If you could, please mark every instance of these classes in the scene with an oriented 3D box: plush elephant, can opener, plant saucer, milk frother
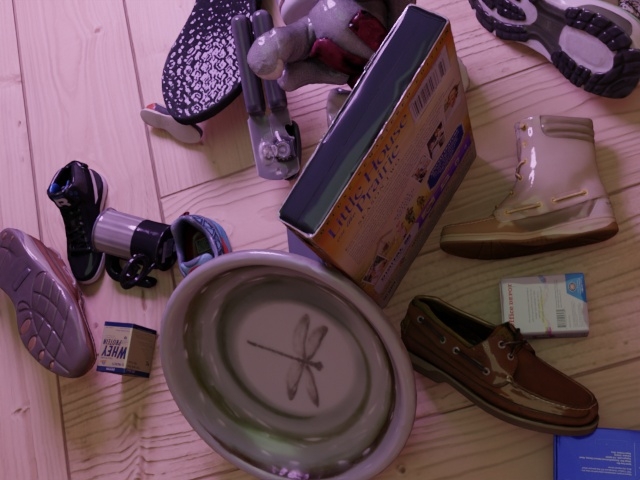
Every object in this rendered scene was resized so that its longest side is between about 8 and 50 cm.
[{"bbox_3d":[0.085,-0.281,1.228,0.272,0.330,0.255,-38,90,17],"label":"plush elephant"},{"bbox_3d":[-0.087,-0.240,1.296,0.075,0.095,0.284,-9,93,13],"label":"can opener"},{"bbox_3d":[-0.044,0.183,1.134,0.400,0.100,0.401,8,115,18],"label":"plant saucer"},{"bbox_3d":[-0.335,0.015,1.307,0.134,0.143,0.129,14,86,17],"label":"milk frother"}]

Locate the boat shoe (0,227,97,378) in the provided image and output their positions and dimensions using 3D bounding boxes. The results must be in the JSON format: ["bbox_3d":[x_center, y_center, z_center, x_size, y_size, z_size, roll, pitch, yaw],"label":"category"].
[{"bbox_3d":[-0.462,0.103,1.328,0.123,0.116,0.324,-45,61,12],"label":"boat shoe"}]

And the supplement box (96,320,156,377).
[{"bbox_3d":[-0.326,0.185,1.286,0.056,0.083,0.083,2,76,18],"label":"supplement box"}]

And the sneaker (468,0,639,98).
[{"bbox_3d":[0.398,-0.395,1.246,0.182,0.158,0.410,-28,62,-27],"label":"sneaker"}]

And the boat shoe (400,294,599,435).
[{"bbox_3d":[0.246,0.171,1.076,0.307,0.110,0.105,20,113,27],"label":"boat shoe"}]

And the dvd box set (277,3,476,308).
[{"bbox_3d":[0.103,-0.084,1.060,0.062,0.420,0.308,29,85,22],"label":"dvd box set"}]

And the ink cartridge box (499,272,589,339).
[{"bbox_3d":[0.332,0.100,1.136,0.122,0.052,0.089,-4,73,14],"label":"ink cartridge box"}]

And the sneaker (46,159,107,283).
[{"bbox_3d":[-0.446,-0.037,1.367,0.079,0.121,0.217,-9,72,15],"label":"sneaker"}]

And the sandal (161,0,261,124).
[{"bbox_3d":[-0.167,-0.386,1.412,0.167,0.107,0.446,2,62,18],"label":"sandal"}]

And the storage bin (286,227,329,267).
[{"bbox_3d":[0.000,0.000,1.250,0.091,0.098,0.135,-21,67,39],"label":"storage bin"}]

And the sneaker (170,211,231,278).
[{"bbox_3d":[-0.188,0.071,1.257,0.104,0.125,0.262,-29,68,7],"label":"sneaker"}]

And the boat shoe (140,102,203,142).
[{"bbox_3d":[-0.270,-0.221,1.413,0.137,0.049,0.043,23,42,22],"label":"boat shoe"}]

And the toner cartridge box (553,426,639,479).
[{"bbox_3d":[0.488,0.340,1.007,0.347,0.075,0.165,1,75,17],"label":"toner cartridge box"}]

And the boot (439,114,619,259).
[{"bbox_3d":[0.305,-0.083,1.175,0.261,0.095,0.204,-9,72,12],"label":"boot"}]

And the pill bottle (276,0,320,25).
[{"bbox_3d":[-0.038,-0.497,1.386,0.117,0.117,0.215,-19,70,10],"label":"pill bottle"}]
